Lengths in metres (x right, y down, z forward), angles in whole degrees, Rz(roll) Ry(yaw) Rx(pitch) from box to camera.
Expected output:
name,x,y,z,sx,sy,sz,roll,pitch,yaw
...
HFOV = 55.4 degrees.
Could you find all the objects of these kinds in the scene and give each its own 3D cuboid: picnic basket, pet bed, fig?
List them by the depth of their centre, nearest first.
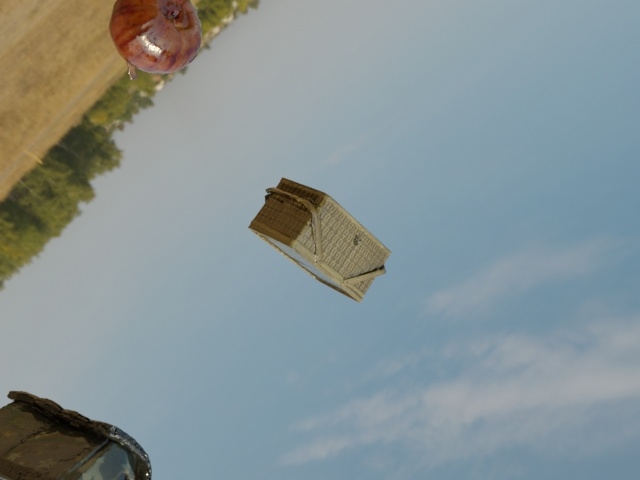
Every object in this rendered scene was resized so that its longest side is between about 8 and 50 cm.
name,x,y,z,sx,sy,sz,roll,pitch,yaw
pet bed,-0.322,0.294,0.761,0.211,0.183,0.159,8,-154,27
picnic basket,0.000,0.000,0.782,0.115,0.164,0.079,25,-102,52
fig,-0.229,-0.291,0.856,0.128,0.128,0.150,-46,-172,-8
